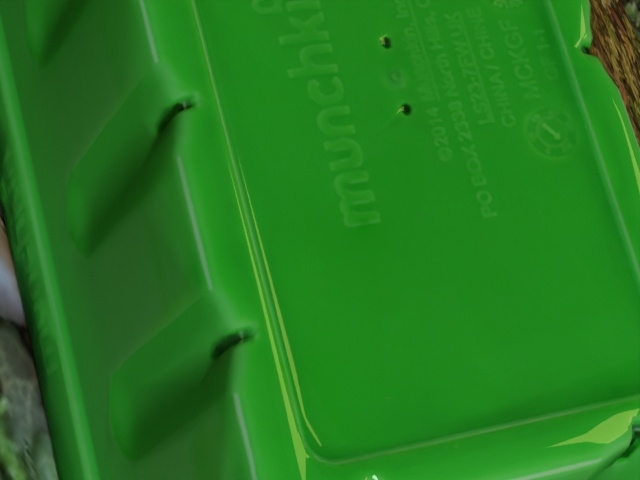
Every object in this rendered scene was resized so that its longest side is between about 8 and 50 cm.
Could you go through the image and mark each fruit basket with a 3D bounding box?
[{"bbox_3d":[0.000,0.000,0.640,0.392,0.283,0.392,170,-90,-72],"label":"fruit basket"}]
